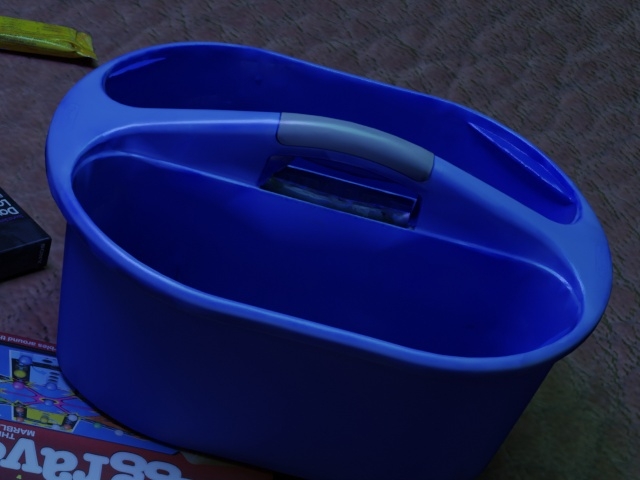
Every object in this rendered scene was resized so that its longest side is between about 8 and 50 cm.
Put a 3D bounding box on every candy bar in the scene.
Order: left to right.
[{"bbox_3d":[-0.249,-0.158,1.416,0.161,0.018,0.040,6,33,-17],"label":"candy bar"}]

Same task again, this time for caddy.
[{"bbox_3d":[0.000,0.000,1.110,0.341,0.179,0.241,15,42,-6],"label":"caddy"}]

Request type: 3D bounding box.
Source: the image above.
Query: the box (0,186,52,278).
[{"bbox_3d":[-0.268,-0.025,1.215,0.116,0.029,0.162,-20,51,-42],"label":"box"}]

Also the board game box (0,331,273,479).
[{"bbox_3d":[-0.165,0.113,1.076,0.281,0.027,0.145,13,36,-9],"label":"board game box"}]
